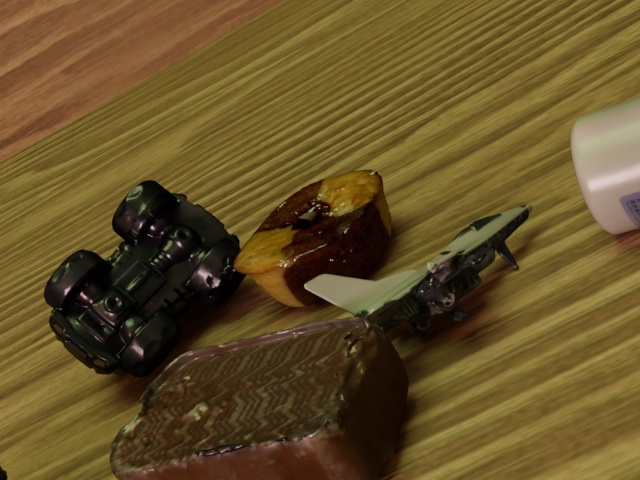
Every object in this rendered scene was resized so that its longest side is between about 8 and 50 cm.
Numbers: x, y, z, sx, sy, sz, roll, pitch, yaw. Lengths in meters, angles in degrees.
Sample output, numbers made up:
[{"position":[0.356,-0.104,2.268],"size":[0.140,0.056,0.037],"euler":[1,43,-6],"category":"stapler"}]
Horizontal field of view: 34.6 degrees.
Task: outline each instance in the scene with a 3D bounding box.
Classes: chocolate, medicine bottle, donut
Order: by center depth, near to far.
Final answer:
[{"position":[-0.045,0.145,0.786],"size":[0.214,0.093,0.148],"euler":[-17,25,30],"category":"chocolate"},{"position":[0.299,-0.076,0.798],"size":[0.187,0.103,0.103],"euler":[-18,26,29],"category":"medicine bottle"},{"position":[0.000,0.000,1.062],"size":[0.166,0.073,0.184],"euler":[-22,23,23],"category":"donut"}]

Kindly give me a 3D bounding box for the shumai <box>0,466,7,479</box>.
[{"position":[-0.315,0.272,0.810],"size":[0.218,0.189,0.256],"euler":[4,21,27],"category":"shumai"}]

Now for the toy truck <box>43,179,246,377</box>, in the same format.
[{"position":[-0.190,0.059,1.117],"size":[0.224,0.147,0.165],"euler":[-49,-7,-31],"category":"toy truck"}]

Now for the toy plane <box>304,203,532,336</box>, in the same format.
[{"position":[0.103,0.034,0.859],"size":[0.234,0.082,0.160],"euler":[-19,-17,-24],"category":"toy plane"}]
